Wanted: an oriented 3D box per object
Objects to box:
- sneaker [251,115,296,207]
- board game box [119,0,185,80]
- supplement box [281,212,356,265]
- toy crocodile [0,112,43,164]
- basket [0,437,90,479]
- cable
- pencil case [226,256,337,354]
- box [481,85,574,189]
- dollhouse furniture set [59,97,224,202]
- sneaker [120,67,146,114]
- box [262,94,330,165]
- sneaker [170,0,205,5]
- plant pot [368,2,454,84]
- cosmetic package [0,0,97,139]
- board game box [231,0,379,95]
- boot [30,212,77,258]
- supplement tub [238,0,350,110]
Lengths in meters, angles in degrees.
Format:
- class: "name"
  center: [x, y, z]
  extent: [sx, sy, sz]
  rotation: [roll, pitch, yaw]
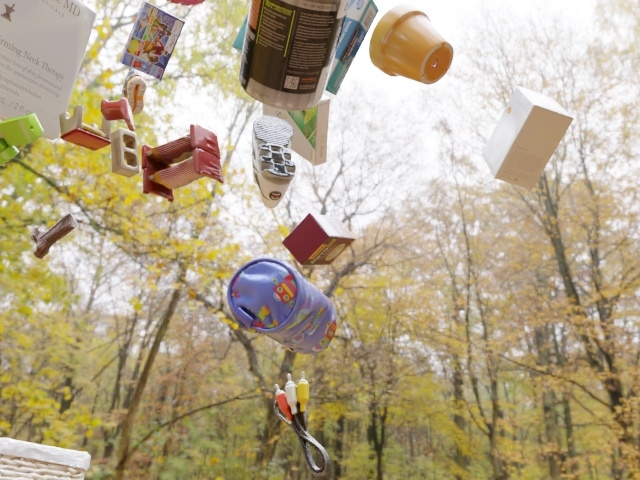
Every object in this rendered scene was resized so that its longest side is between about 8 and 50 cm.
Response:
- class: "sneaker"
  center: [-0.142, -0.222, 1.518]
  extent: [0.122, 0.330, 0.146]
  rotation: [10, -49, -13]
- class: "board game box"
  center: [-0.525, -0.622, 1.716]
  extent: [0.136, 0.035, 0.201]
  rotation: [16, -71, -40]
- class: "supplement box"
  center: [0.000, 0.000, 1.365]
  extent: [0.104, 0.081, 0.188]
  rotation: [-46, -18, 16]
- class: "toy crocodile"
  center: [-0.808, -0.216, 1.273]
  extent: [0.340, 0.105, 0.115]
  rotation: [-20, -58, 13]
- class: "basket"
  center: [-0.746, 0.620, 1.216]
  extent: [0.331, 0.266, 0.328]
  rotation: [26, -49, -34]
- class: "cable"
  center: [-0.066, 0.522, 1.540]
  extent: [0.139, 0.287, 0.072]
  rotation: [-30, -38, 18]
- class: "pencil case"
  center: [-0.057, 0.125, 0.956]
  extent: [0.119, 0.133, 0.306]
  rotation: [33, -7, 21]
- class: "box"
  center: [0.434, -0.218, 1.167]
  extent: [0.091, 0.130, 0.170]
  rotation: [17, -59, -8]
- class: "dollhouse furniture set"
  center: [-0.452, -0.234, 1.432]
  extent: [0.201, 0.152, 0.374]
  rotation: [-17, -16, 27]
- class: "sneaker"
  center: [-0.661, -0.518, 1.928]
  extent: [0.084, 0.083, 0.215]
  rotation: [-2, -27, -36]
- class: "box"
  center: [-0.090, -0.420, 1.839]
  extent: [0.058, 0.322, 0.232]
  rotation: [-25, -45, -31]
- class: "sneaker"
  center: [-0.330, -0.604, 1.155]
  extent: [0.103, 0.111, 0.252]
  rotation: [-1, -22, 33]
- class: "plant pot"
  center: [0.276, -0.552, 1.595]
  extent: [0.205, 0.188, 0.205]
  rotation: [-26, -38, -23]
- class: "cosmetic package"
  center: [-0.881, -0.530, 1.465]
  extent: [0.327, 0.393, 0.329]
  rotation: [15, -3, 15]
- class: "board game box"
  center: [-0.048, -0.580, 1.503]
  extent: [0.336, 0.254, 0.079]
  rotation: [29, 4, 24]
- class: "boot"
  center: [-0.564, -0.028, 1.169]
  extent: [0.114, 0.106, 0.037]
  rotation: [-43, -43, 9]
- class: "supplement tub"
  center: [-0.051, -0.445, 1.118]
  extent: [0.193, 0.193, 0.316]
  rotation: [9, -47, -12]
